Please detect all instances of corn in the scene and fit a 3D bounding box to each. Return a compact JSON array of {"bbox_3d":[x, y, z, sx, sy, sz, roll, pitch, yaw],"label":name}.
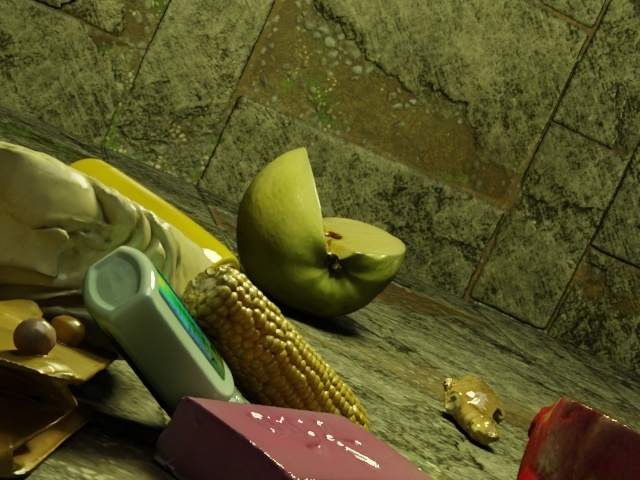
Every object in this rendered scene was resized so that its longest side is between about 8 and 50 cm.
[{"bbox_3d":[-0.048,0.151,1.661,0.310,0.101,0.101,48,-5,-30],"label":"corn"}]

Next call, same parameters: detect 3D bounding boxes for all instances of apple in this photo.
[{"bbox_3d":[-0.018,0.010,2.561,0.295,0.233,0.258,41,14,-25],"label":"apple"}]

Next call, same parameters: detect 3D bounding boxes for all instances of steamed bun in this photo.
[{"bbox_3d":[-0.292,0.033,1.636,0.276,0.203,0.289,18,-12,36],"label":"steamed bun"}]

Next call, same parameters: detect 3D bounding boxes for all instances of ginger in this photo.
[{"bbox_3d":[0.245,0.267,2.254,0.096,0.067,0.165,21,21,-25],"label":"ginger"}]

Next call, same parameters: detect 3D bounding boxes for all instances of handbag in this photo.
[{"bbox_3d":[-0.395,0.064,1.369,0.401,0.133,0.283,25,2,2],"label":"handbag"}]

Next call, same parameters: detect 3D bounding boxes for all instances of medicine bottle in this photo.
[{"bbox_3d":[-0.154,0.119,1.525,0.229,0.083,0.121,57,-3,-33],"label":"medicine bottle"}]

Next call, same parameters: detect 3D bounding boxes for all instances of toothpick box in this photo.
[{"bbox_3d":[-0.242,0.023,1.955,0.271,0.175,0.175,30,8,18],"label":"toothpick box"}]

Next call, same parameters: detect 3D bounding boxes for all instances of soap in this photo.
[{"bbox_3d":[-0.017,0.237,1.499,0.181,0.081,0.259,31,10,40],"label":"soap"}]

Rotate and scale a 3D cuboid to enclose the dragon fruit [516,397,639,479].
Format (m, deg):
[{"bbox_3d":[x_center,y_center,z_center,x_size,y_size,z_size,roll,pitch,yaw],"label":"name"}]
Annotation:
[{"bbox_3d":[0.318,0.327,1.366,0.386,0.249,0.371,33,-6,26],"label":"dragon fruit"}]
